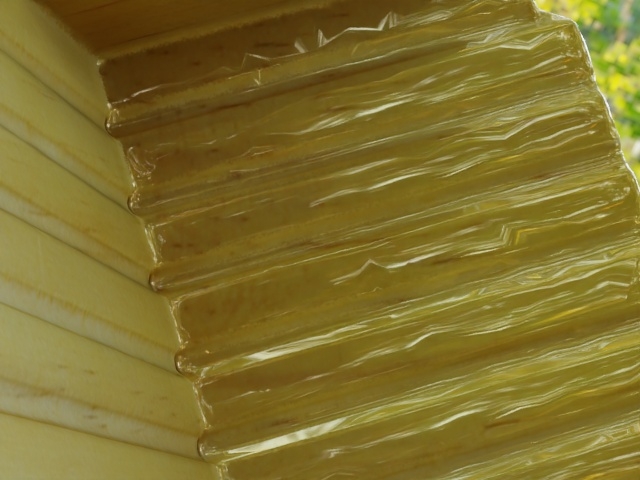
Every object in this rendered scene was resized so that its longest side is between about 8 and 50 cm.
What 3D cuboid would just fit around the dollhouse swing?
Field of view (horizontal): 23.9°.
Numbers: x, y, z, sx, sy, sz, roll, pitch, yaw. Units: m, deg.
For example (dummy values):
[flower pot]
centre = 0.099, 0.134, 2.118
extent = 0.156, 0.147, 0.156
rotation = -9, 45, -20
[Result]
[dollhouse swing]
centre = 0.000, 0.000, 0.521
extent = 0.315, 0.347, 0.305
rotation = -15, -16, -7
